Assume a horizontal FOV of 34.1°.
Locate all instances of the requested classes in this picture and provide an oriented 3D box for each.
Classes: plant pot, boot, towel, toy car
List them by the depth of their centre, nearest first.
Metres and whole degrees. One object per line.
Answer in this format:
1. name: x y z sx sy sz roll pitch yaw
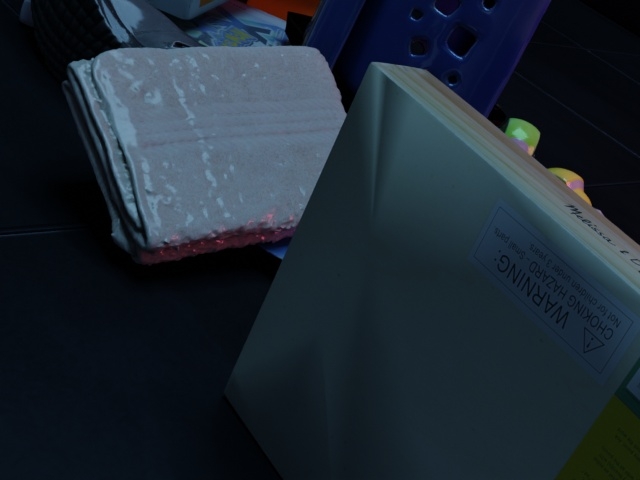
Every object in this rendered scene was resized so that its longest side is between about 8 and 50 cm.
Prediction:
1. towel: -0.076 -0.082 0.914 0.282 0.049 0.187 -9 71 -40
2. boot: -0.147 -0.186 1.095 0.223 0.118 0.338 -8 54 -44
3. plant pot: 0.105 -0.247 1.168 0.212 0.236 0.236 24 17 -6
4. toy car: 0.263 -0.121 1.406 0.239 0.053 0.225 26 26 0

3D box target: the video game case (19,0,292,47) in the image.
1. video game case: -0.182 -0.271 1.304 0.300 0.036 0.329 22 26 -8

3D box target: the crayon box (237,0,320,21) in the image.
1. crayon box: -0.044 -0.399 1.614 0.202 0.081 0.318 12 28 -25

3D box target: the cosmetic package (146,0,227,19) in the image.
1. cosmetic package: -0.114 -0.466 1.362 0.161 0.230 0.453 23 32 11

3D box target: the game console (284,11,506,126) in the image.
1. game console: 0.116 -0.213 1.430 0.361 0.044 0.213 0 45 -47

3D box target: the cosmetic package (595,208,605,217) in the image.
1. cosmetic package: 0.224 -0.025 1.186 0.239 0.060 0.099 17 28 -17

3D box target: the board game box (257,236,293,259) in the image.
1. board game box: 0.000 0.000 0.970 0.133 0.033 0.169 9 29 -11

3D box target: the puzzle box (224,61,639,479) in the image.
1. puzzle box: 0.105 0.120 0.572 0.052 0.272 0.409 -1 37 -41
